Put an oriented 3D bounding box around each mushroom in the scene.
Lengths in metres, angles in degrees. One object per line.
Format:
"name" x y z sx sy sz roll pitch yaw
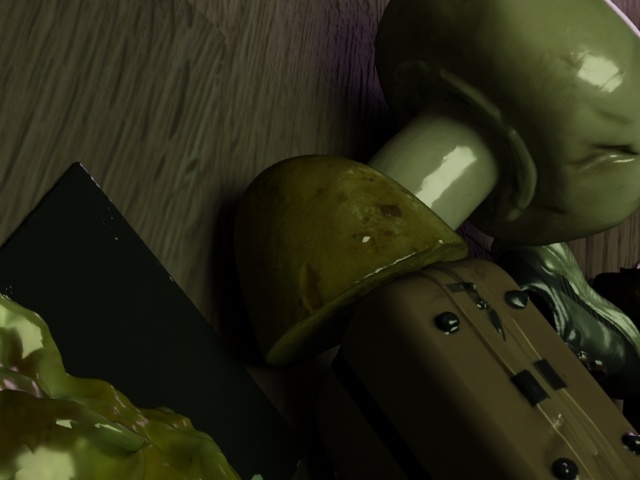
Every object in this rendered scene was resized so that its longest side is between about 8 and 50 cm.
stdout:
"mushroom" 0.152 -0.104 1.756 0.336 0.314 0.314 -45 109 -28

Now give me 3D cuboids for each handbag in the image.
"handbag" 0.123 0.197 1.545 0.149 0.283 0.302 -19 61 -38

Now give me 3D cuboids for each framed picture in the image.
"framed picture" -0.148 0.126 1.457 0.324 0.013 0.244 54 39 -18

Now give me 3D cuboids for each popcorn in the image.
"popcorn" -0.198 0.206 1.184 0.334 0.293 0.292 50 -4 -26

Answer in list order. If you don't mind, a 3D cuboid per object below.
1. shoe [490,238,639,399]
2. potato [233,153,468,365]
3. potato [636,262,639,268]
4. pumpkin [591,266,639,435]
"shoe" 0.242 0.093 1.895 0.227 0.099 0.112 52 46 -14
"potato" 0.000 0.000 1.591 0.203 0.178 0.158 -32 75 -14
"potato" 0.389 0.082 2.104 0.172 0.089 0.100 -108 -174 -69
"pumpkin" 0.390 0.129 1.932 0.095 0.258 0.290 1 68 -32
